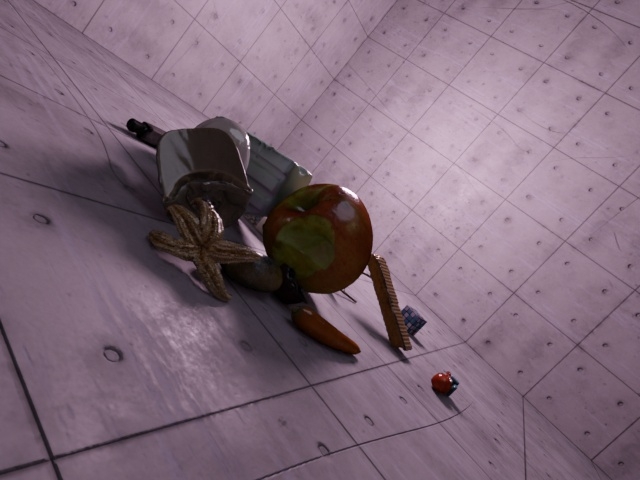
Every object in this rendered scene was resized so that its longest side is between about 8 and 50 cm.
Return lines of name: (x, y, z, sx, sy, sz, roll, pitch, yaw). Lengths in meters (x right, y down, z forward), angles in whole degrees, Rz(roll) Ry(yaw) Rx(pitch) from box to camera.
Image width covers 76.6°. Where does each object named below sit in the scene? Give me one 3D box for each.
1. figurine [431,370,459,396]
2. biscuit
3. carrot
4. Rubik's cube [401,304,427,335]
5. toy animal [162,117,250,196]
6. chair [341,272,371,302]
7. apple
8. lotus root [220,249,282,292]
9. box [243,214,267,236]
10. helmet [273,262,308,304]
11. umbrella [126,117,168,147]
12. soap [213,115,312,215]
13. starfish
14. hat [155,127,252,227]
figurine: (0.430, 0.499, 1.405, 0.140, 0.068, 0.075, 17, 27, -53)
biscuit: (0.256, 0.230, 1.525, 0.094, 0.054, 0.378, 20, 51, -57)
carrot: (0.025, 0.241, 1.023, 0.271, 0.066, 0.062, 39, 52, -28)
Rubik's cube: (0.417, 0.369, 1.874, 0.092, 0.092, 0.092, 31, 13, -47)
toy animal: (-0.328, -0.209, 1.131, 0.249, 0.288, 0.174, 21, 9, 6)
chair: (0.058, 0.096, 1.544, 0.326, 0.160, 0.170, 39, 9, -43)
apple: (0.000, 0.000, 1.223, 0.340, 0.339, 0.339, 39, 9, -8)
lotus root: (-0.173, 0.063, 0.957, 0.113, 0.088, 0.192, 23, -7, 47)
box: (-0.209, -0.081, 1.549, 0.256, 0.069, 0.164, 45, 10, 23)
helmet: (-0.088, 0.122, 1.056, 0.098, 0.071, 0.123, 55, 10, -73)
umbrella: (-0.552, -0.355, 1.469, 0.073, 0.067, 0.337, 30, 4, 25)
soap: (-0.276, -0.237, 1.383, 0.446, 0.261, 0.156, 36, 9, 25)
starfish: (-0.234, 0.015, 0.846, 0.071, 0.216, 0.237, 136, -60, -63)
hat: (-0.297, -0.150, 1.025, 0.215, 0.149, 0.244, -7, 64, -22)
